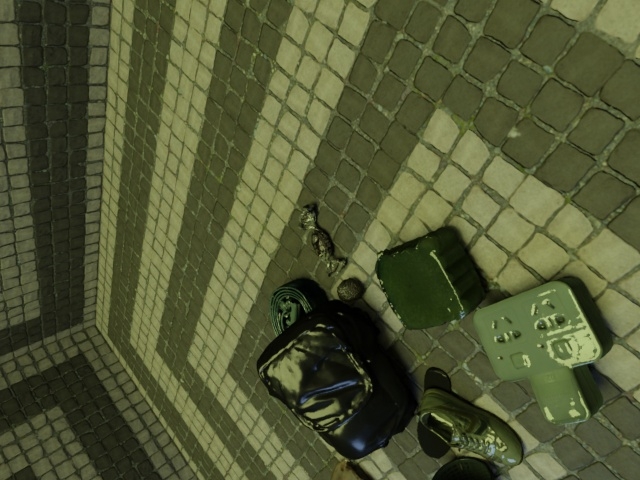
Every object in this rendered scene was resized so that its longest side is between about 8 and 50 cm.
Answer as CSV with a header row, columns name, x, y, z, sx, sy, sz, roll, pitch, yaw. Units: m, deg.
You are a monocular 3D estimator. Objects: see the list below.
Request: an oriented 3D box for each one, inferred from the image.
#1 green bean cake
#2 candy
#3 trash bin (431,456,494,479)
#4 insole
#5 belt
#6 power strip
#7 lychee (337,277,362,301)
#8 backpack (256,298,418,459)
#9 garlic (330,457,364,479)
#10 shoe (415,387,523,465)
name,x,y,z,sx,sy,sz,roll,pitch,yaw
green bean cake,0.252,0.094,1.066,0.227,0.125,0.223,-30,88,48
candy,0.000,0.000,1.317,0.094,0.051,0.226,-31,85,43
trash bin,0.401,0.694,1.160,0.175,0.175,0.161,-19,106,46
insole,0.322,0.492,1.243,0.110,0.012,0.310,11,114,38
belt,-0.068,0.258,1.443,0.206,0.116,0.268,9,110,36
power strip,0.484,0.228,0.921,0.229,0.141,0.261,-37,66,44
lychee,0.084,0.146,1.292,0.083,0.068,0.067,1,149,40
backpack,0.061,0.409,1.265,0.363,0.255,0.446,-40,86,9
garlic,0.112,0.895,1.547,0.228,0.110,0.217,52,138,14
shoe,0.373,0.488,1.129,0.274,0.098,0.103,21,123,30
